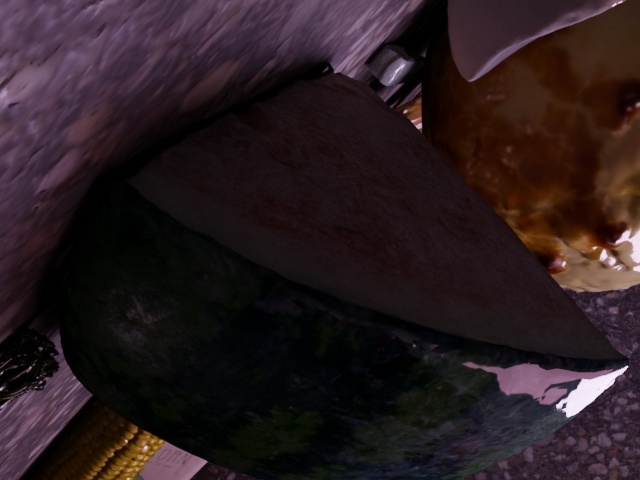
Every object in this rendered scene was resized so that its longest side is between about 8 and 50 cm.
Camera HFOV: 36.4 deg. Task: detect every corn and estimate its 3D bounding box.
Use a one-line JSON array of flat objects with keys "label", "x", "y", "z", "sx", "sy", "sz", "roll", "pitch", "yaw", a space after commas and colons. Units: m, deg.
[{"label": "corn", "x": -0.283, "y": 0.281, "z": 1.200, "sx": 0.318, "sy": 0.115, "sz": 0.115, "roll": -48, "pitch": 178, "yaw": 29}]

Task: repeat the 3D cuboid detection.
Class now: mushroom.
[{"label": "mushroom", "x": 0.245, "y": -0.286, "z": 0.768, "sx": 0.397, "sy": 0.126, "sz": 0.177, "roll": -46, "pitch": -172, "yaw": -33}]

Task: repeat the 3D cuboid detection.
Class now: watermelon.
[{"label": "watermelon", "x": 0.016, "y": 0.039, "z": 0.595, "sx": 0.292, "sy": 0.250, "sz": 0.283, "roll": -43, "pitch": 179, "yaw": -35}]

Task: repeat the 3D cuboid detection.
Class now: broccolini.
[{"label": "broccolini", "x": -0.190, "y": 0.088, "z": 0.498, "sx": 0.140, "sy": 0.030, "sz": 0.035, "roll": -38, "pitch": 164, "yaw": -47}]

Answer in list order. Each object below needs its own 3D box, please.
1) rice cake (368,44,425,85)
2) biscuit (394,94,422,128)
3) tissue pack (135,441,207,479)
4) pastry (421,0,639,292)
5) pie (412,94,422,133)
[{"label": "rice cake", "x": 0.073, "y": -0.163, "z": 0.906, "sx": 0.033, "sy": 0.029, "sz": 0.171, "roll": -51, "pitch": 176, "yaw": 15}, {"label": "biscuit", "x": 0.198, "y": -0.214, "z": 1.396, "sx": 0.215, "sy": 0.047, "sz": 0.339, "roll": -26, "pitch": -175, "yaw": 20}, {"label": "tissue pack", "x": -0.259, "y": 0.305, "z": 1.410, "sx": 0.325, "sy": 0.170, "sz": 0.071, "roll": -48, "pitch": -150, "yaw": 36}, {"label": "pastry", "x": 0.258, "y": -0.135, "z": 0.990, "sx": 0.388, "sy": 0.312, "sz": 0.389, "roll": -176, "pitch": -90, "yaw": -81}, {"label": "pie", "x": 0.131, "y": -0.131, "z": 1.688, "sx": 0.282, "sy": 0.128, "sz": 0.068, "roll": -48, "pitch": -153, "yaw": 26}]
